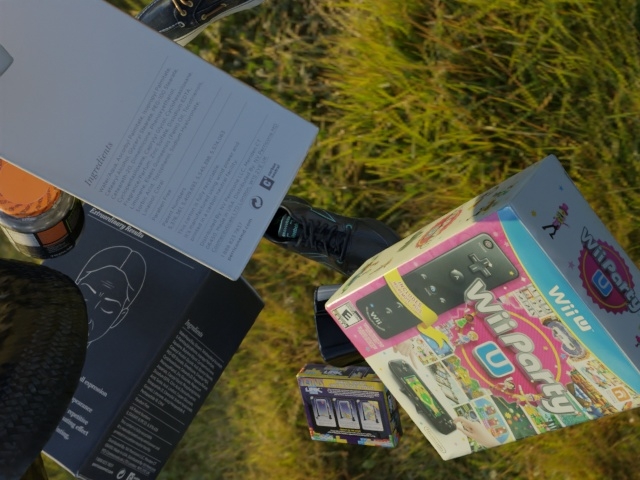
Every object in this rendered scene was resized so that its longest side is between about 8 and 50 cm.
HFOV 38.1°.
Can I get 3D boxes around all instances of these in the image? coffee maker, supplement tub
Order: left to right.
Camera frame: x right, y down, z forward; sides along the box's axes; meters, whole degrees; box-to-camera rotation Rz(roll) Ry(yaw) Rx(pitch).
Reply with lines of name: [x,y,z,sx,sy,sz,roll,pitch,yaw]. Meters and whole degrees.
supplement tub: [-0.392,-0.051,1.277,0.190,0.117,0.117,114,132,-71]
coffee maker: [0.087,0.124,1.303,0.178,0.120,0.171,-17,47,19]

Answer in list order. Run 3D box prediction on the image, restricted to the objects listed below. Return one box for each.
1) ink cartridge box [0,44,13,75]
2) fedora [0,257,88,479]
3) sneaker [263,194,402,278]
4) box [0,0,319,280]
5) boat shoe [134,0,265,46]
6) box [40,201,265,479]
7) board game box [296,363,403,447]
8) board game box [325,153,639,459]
ink cartridge box: [-0.254,-0.109,0.354,0.078,0.231,0.134,20,67,46]
fedora: [-0.235,0.144,0.469,0.334,0.334,0.152,-4,119,35]
sneaker: [0.000,0.000,1.399,0.267,0.106,0.101,17,100,31]
box: [-0.206,-0.127,0.908,0.168,0.345,0.215,-61,17,1]
boat shoe: [-0.143,-0.275,1.027,0.183,0.083,0.065,-26,73,5]
box: [-0.337,0.170,1.521,0.294,0.212,0.395,25,75,28]
board game box: [0.053,0.296,1.665,0.170,0.048,0.141,0,113,27]
board game box: [0.173,0.081,0.927,0.224,0.097,0.303,51,140,-3]
